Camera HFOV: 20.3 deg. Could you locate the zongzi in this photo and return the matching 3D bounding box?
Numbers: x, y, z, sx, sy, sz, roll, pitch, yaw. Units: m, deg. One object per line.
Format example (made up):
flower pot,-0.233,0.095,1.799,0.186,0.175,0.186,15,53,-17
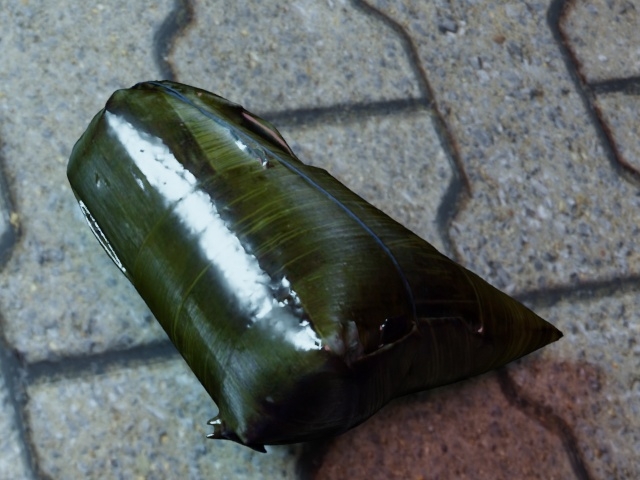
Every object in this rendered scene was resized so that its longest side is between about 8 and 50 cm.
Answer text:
zongzi,0.000,0.000,1.750,0.432,0.208,0.403,-10,52,-46
